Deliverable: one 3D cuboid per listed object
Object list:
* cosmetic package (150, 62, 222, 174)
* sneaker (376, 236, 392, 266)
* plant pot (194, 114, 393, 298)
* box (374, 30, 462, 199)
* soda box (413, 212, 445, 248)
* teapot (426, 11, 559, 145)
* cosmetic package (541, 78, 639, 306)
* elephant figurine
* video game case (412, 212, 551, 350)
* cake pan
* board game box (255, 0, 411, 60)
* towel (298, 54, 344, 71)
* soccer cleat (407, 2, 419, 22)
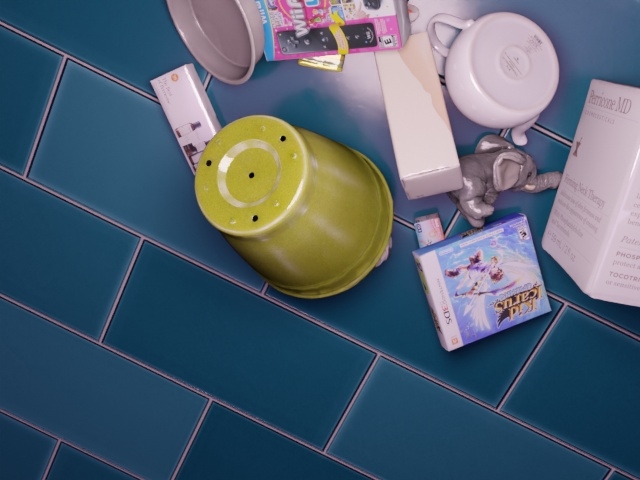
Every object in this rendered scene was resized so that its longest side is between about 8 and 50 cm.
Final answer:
[{"bbox_3d":[-0.298,-0.283,1.663,0.099,0.060,0.239,-22,102,12],"label":"cosmetic package"},{"bbox_3d":[0.000,0.000,1.665,0.331,0.146,0.122,6,108,7],"label":"sneaker"},{"bbox_3d":[-0.072,-0.088,1.465,0.367,0.353,0.366,-5,75,20],"label":"plant pot"},{"bbox_3d":[0.204,-0.258,1.489,0.121,0.148,0.311,-13,73,10],"label":"box"},{"bbox_3d":[0.271,0.031,1.681,0.063,0.058,0.183,-13,103,9],"label":"soda box"},{"bbox_3d":[0.357,-0.347,1.503,0.253,0.187,0.256,2,84,-17],"label":"teapot"},{"bbox_3d":[0.696,-0.091,1.435,0.328,0.329,0.393,11,107,-3],"label":"cosmetic package"},{"bbox_3d":[0.398,-0.156,1.578,0.239,0.186,0.169,-35,66,5],"label":"elephant figurine"},{"bbox_3d":[0.376,0.095,1.645,0.270,0.061,0.244,-21,104,-6],"label":"video game case"},{"bbox_3d":[-0.222,-0.476,1.512,0.054,0.293,0.293,-38,101,-27],"label":"cake pan"},{"bbox_3d":[0.012,-0.491,1.432,0.303,0.097,0.224,2,131,24],"label":"board game box"},{"bbox_3d":[0.020,-0.502,1.582,0.102,0.021,0.237,11,106,-2],"label":"towel"},{"bbox_3d":[0.120,-0.471,1.557,0.196,0.068,0.076,-13,139,0],"label":"soccer cleat"}]
